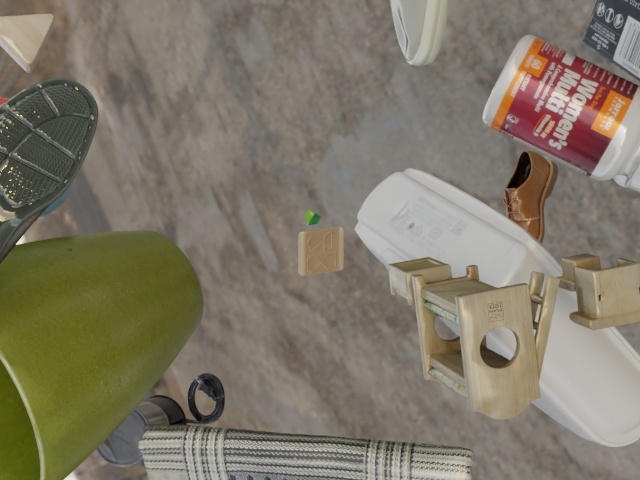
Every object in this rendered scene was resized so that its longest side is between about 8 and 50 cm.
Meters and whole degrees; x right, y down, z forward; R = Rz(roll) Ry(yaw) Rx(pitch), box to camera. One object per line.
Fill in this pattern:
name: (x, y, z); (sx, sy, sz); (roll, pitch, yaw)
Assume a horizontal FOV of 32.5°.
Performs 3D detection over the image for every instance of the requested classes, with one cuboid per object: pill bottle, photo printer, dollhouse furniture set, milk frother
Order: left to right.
milk frother: (-0.216, 0.242, 1.510); (0.129, 0.143, 0.135); (24, -176, 13)
dollhouse furniture set: (0.164, 0.068, 0.927); (0.182, 0.161, 0.101); (-153, 54, -75)
photo printer: (0.200, 0.076, 1.126); (0.307, 0.107, 0.256); (43, 177, -32)
pill bottle: (0.313, -0.145, 1.297); (0.221, 0.121, 0.121); (28, 158, 8)

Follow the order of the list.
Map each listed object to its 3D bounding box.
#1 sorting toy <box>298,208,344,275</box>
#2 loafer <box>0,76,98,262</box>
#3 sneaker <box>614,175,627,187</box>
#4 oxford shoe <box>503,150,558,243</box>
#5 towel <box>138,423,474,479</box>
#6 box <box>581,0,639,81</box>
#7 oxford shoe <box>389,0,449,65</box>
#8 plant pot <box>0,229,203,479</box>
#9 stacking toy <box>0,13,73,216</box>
sorting toy: (0.000, 0.000, 1.372); (0.012, 0.062, 0.083); (25, 118, 60)
loafer: (-0.303, -0.035, 1.012); (0.096, 0.267, 0.084); (35, 172, -13)
sneaker: (0.430, -0.169, 1.602); (0.152, 0.114, 0.305); (57, 169, -27)
oxford shoe: (0.320, -0.046, 1.778); (0.076, 0.076, 0.212); (-5, 65, 49)
towel: (-0.009, 0.320, 1.012); (0.056, 0.312, 0.324); (-61, -30, -62)
box: (0.502, -0.277, 1.394); (0.165, 0.270, 0.143); (-123, 40, -50)
oxford shoe: (0.077, -0.425, 1.293); (0.169, 0.130, 0.449); (-117, 18, -64)
plant pot: (-0.282, 0.104, 1.223); (0.275, 0.293, 0.274); (22, 127, 33)
stacking toy: (-0.461, -0.153, 1.389); (0.130, 0.309, 0.279); (121, 147, -58)
